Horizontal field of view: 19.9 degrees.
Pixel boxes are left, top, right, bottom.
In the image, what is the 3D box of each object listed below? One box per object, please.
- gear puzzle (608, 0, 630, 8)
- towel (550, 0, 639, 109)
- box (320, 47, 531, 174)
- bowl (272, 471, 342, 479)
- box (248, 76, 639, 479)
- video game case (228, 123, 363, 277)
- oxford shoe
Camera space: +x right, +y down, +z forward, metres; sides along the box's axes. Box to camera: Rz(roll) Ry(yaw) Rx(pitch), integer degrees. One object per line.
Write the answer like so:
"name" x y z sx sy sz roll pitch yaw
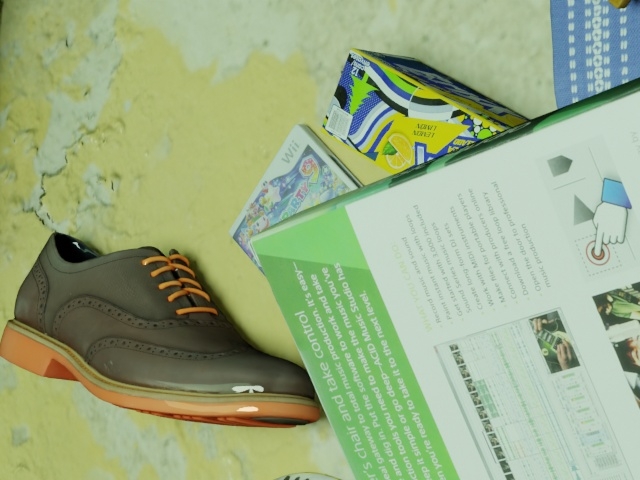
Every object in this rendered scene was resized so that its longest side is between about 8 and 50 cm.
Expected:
"gear puzzle" 0.216 -0.251 0.865 0.175 0.044 0.339 48 123 32
"towel" 0.252 -0.187 0.878 0.336 0.040 0.243 -4 85 44
"box" 0.081 -0.048 0.995 0.169 0.059 0.054 34 110 38
"bowl" -0.031 0.221 1.060 0.170 0.080 0.170 -3 85 41
"box" 0.134 0.053 0.892 0.322 0.058 0.232 -20 95 38
"video game case" 0.000 0.000 1.097 0.122 0.011 0.087 48 117 34
"oxford shoe" -0.102 0.053 1.131 0.271 0.097 0.098 13 89 42
